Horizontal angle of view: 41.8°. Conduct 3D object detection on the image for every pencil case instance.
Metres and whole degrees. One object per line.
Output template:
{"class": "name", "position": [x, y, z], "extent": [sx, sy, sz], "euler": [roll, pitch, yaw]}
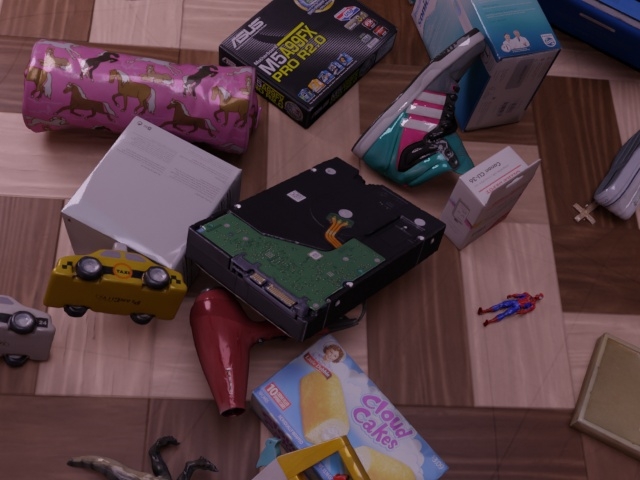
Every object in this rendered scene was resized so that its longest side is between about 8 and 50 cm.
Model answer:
{"class": "pencil case", "position": [-0.291, -0.235, 1.400], "extent": [0.386, 0.160, 0.167], "euler": [6, 36, -5]}

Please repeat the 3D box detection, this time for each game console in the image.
{"class": "game console", "position": [0.565, -0.470, 1.641], "extent": [0.293, 0.250, 0.173], "euler": [29, 90, 8]}

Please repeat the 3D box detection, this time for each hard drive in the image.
{"class": "hard drive", "position": [0.000, 0.000, 1.258], "extent": [0.237, 0.064, 0.339], "euler": [34, 40, 25]}

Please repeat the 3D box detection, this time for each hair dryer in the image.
{"class": "hair dryer", "position": [-0.079, 0.122, 1.213], "extent": [0.224, 0.080, 0.293], "euler": [23, 61, 16]}

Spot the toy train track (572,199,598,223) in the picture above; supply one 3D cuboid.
{"class": "toy train track", "position": [0.485, -0.060, 1.500], "extent": [0.083, 0.014, 0.048], "euler": [-36, 73, -23]}

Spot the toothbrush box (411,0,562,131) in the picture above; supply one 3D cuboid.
{"class": "toothbrush box", "position": [0.290, -0.384, 1.528], "extent": [0.126, 0.216, 0.295], "euler": [-12, 64, -15]}

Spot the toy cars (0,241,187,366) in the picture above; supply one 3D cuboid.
{"class": "toy cars", "position": [-0.387, 0.084, 1.203], "extent": [0.394, 0.176, 0.087], "euler": [-18, 50, 8]}

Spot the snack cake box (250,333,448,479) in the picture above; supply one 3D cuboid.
{"class": "snack cake box", "position": [0.037, 0.285, 1.221], "extent": [0.152, 0.089, 0.264], "euler": [-36, 73, -21]}

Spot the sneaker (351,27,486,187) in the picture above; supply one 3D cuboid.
{"class": "sneaker", "position": [0.211, -0.198, 1.423], "extent": [0.178, 0.295, 0.124], "euler": [44, 22, 1]}

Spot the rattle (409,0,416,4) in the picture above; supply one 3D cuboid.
{"class": "rattle", "position": [0.238, -0.568, 1.663], "extent": [0.200, 0.143, 0.130], "euler": [-25, 87, -25]}

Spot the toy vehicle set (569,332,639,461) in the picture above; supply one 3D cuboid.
{"class": "toy vehicle set", "position": [0.544, 0.276, 1.323], "extent": [0.267, 0.035, 0.166], "euler": [26, 63, 6]}

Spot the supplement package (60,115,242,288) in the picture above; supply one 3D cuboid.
{"class": "supplement package", "position": [-0.258, -0.044, 1.315], "extent": [0.194, 0.149, 0.203], "euler": [27, 63, 6]}

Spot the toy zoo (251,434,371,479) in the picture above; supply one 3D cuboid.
{"class": "toy zoo", "position": [0.001, 0.396, 1.123], "extent": [0.192, 0.030, 0.293], "euler": [-32, 76, 11]}

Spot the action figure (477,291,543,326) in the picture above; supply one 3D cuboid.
{"class": "action figure", "position": [0.319, 0.108, 1.385], "extent": [0.115, 0.030, 0.038], "euler": [-17, 61, -18]}

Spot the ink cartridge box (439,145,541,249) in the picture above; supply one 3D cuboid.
{"class": "ink cartridge box", "position": [0.274, -0.078, 1.377], "extent": [0.115, 0.198, 0.067], "euler": [-33, 72, -22]}

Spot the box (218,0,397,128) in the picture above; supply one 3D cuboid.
{"class": "box", "position": [-0.021, -0.362, 1.562], "extent": [0.216, 0.060, 0.270], "euler": [39, 64, 12]}

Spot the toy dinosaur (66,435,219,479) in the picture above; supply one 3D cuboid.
{"class": "toy dinosaur", "position": [-0.219, 0.341, 1.176], "extent": [0.268, 0.064, 0.118], "euler": [33, 70, 13]}

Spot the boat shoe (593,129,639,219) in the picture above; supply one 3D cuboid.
{"class": "boat shoe", "position": [0.576, -0.127, 1.522], "extent": [0.076, 0.083, 0.226], "euler": [44, 70, -7]}
